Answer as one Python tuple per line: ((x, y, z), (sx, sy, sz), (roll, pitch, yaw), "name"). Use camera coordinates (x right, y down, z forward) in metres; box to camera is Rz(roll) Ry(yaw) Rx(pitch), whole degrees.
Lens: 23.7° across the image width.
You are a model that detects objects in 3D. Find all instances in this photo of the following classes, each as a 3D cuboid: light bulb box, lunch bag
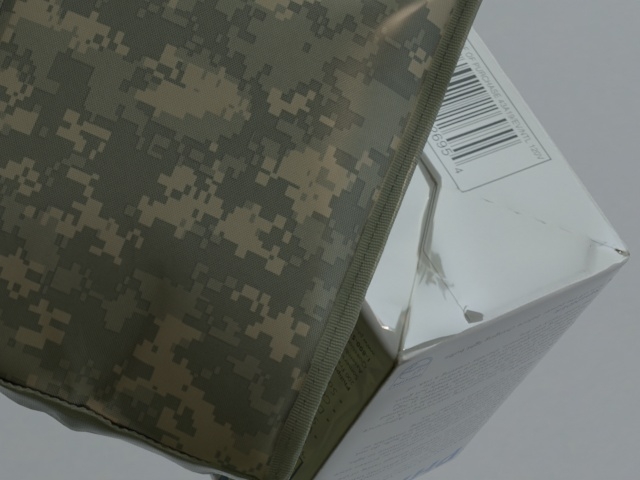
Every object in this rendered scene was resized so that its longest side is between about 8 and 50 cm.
((0.000, 0.000, 1.233), (0.358, 0.225, 0.361), (59, -31, 20), "light bulb box")
((-0.078, -0.035, 0.783), (0.169, 0.235, 0.287), (127, -14, -75), "lunch bag")
